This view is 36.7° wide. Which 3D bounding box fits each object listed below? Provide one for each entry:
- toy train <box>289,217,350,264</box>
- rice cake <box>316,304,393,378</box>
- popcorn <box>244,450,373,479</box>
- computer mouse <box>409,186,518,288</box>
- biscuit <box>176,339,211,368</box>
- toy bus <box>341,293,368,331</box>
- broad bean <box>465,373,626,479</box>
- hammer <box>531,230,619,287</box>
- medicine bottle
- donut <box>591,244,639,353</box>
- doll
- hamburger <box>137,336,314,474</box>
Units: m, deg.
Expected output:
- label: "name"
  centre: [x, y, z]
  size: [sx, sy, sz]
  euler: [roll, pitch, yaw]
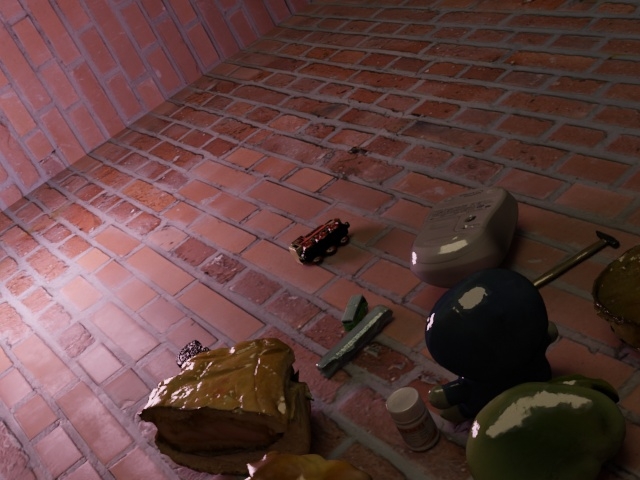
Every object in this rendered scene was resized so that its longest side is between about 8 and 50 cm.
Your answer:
- label: "toy train"
  centre: [0.000, 0.000, 2.115]
  size: [0.138, 0.050, 0.087]
  euler: [-37, 26, -16]
- label: "rice cake"
  centre: [0.066, 0.185, 1.771]
  size: [0.180, 0.030, 0.042]
  euler: [-41, 34, -21]
- label: "popcorn"
  centre: [0.019, 0.430, 1.168]
  size: [0.382, 0.349, 0.349]
  euler: [-6, 25, -14]
- label: "computer mouse"
  centre: [0.275, 0.003, 1.799]
  size: [0.184, 0.121, 0.297]
  euler: [-16, 17, 24]
- label: "biscuit"
  centre: [-0.255, 0.234, 1.975]
  size: [0.089, 0.027, 0.087]
  euler: [-22, 30, 13]
- label: "toy bus"
  centre: [0.066, 0.138, 1.841]
  size: [0.031, 0.037, 0.083]
  euler: [-12, 32, 27]
- label: "broad bean"
  centre: [0.308, 0.267, 1.318]
  size: [0.228, 0.100, 0.169]
  euler: [-37, 63, -6]
- label: "hammer"
  centre: [0.430, 0.043, 1.703]
  size: [0.199, 0.013, 0.062]
  euler: [-30, 28, -5]
- label: "medicine bottle"
  centre: [0.143, 0.277, 1.489]
  size: [0.057, 0.089, 0.057]
  euler: [-22, 27, 12]
- label: "donut"
  centre: [0.550, 0.084, 1.444]
  size: [0.272, 0.107, 0.272]
  euler: [-22, 24, 10]
- label: "doll"
  centre: [0.250, 0.157, 1.419]
  size: [0.228, 0.258, 0.154]
  euler: [-29, 28, -8]
- label: "hamburger"
  centre: [-0.124, 0.274, 1.655]
  size: [0.330, 0.162, 0.209]
  euler: [-9, 31, 35]
